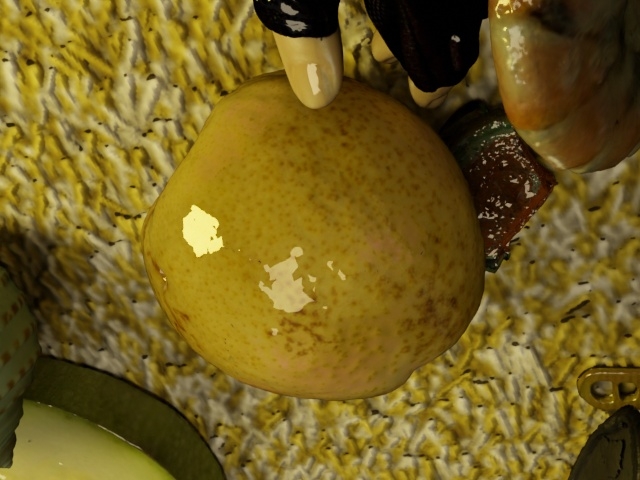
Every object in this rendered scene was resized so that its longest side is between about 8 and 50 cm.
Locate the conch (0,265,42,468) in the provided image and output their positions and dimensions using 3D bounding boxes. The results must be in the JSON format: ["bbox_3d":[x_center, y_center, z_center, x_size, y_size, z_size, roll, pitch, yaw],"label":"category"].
[{"bbox_3d":[-0.248,0.057,0.788,0.200,0.131,0.172,67,151,12],"label":"conch"}]

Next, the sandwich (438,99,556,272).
[{"bbox_3d":[0.088,-0.029,0.694,0.069,0.026,0.101,23,129,-2],"label":"sandwich"}]

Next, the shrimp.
[{"bbox_3d":[0.132,-0.174,0.523,0.058,0.169,0.296,14,104,40],"label":"shrimp"}]

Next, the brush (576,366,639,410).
[{"bbox_3d":[0.261,0.087,0.748,0.218,0.010,0.082,-3,127,19],"label":"brush"}]

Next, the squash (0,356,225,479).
[{"bbox_3d":[-0.191,0.188,0.931,0.252,0.049,0.252,9,131,11],"label":"squash"}]

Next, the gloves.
[{"bbox_3d":[0.033,-0.142,0.552,0.124,0.164,0.203,26,155,48],"label":"gloves"}]

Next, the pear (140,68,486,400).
[{"bbox_3d":[0.000,0.000,0.650,0.178,0.178,0.178,8,129,10],"label":"pear"}]

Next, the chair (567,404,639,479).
[{"bbox_3d":[0.333,0.254,0.725,0.401,0.226,0.226,15,129,3],"label":"chair"}]
